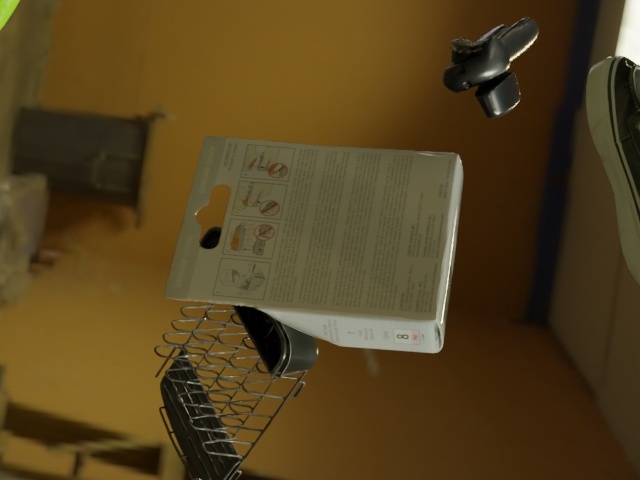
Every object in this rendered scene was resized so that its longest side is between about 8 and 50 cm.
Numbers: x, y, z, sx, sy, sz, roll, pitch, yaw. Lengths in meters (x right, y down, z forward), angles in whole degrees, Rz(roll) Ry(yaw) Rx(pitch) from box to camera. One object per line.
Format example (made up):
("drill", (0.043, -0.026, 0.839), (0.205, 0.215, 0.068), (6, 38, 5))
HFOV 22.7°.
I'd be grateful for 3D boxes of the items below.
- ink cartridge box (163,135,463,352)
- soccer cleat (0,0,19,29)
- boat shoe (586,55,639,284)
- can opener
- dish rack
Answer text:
("ink cartridge box", (0.000, 0.000, 1.379), (0.066, 0.232, 0.189), (78, 18, -50))
("soccer cleat", (-0.307, -0.216, 1.193), (0.060, 0.179, 0.072), (-23, -135, 58))
("boat shoe", (0.400, -0.092, 1.844), (0.119, 0.121, 0.335), (-33, -131, 33))
("can opener", (0.153, -0.165, 1.432), (0.186, 0.059, 0.073), (-54, 133, -61))
("dish rack", (-0.116, 0.146, 1.820), (0.271, 0.074, 0.208), (-56, -134, 29))
